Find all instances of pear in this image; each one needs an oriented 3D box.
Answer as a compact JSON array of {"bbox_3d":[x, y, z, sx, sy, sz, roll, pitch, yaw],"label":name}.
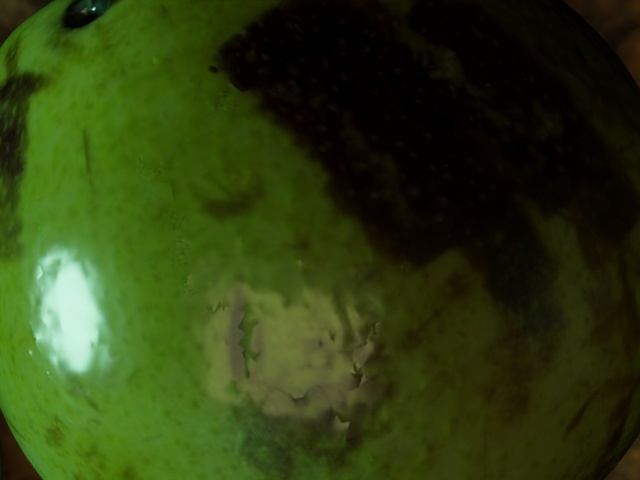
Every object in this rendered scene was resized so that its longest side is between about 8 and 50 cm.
[{"bbox_3d":[0.000,0.000,0.681,0.283,0.283,0.283,2,115,4],"label":"pear"}]

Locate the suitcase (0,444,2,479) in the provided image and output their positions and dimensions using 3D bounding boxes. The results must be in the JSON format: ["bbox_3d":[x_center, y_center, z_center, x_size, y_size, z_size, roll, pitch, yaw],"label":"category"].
[{"bbox_3d":[-0.297,0.108,0.767,0.339,0.194,0.351,-16,97,18],"label":"suitcase"}]
